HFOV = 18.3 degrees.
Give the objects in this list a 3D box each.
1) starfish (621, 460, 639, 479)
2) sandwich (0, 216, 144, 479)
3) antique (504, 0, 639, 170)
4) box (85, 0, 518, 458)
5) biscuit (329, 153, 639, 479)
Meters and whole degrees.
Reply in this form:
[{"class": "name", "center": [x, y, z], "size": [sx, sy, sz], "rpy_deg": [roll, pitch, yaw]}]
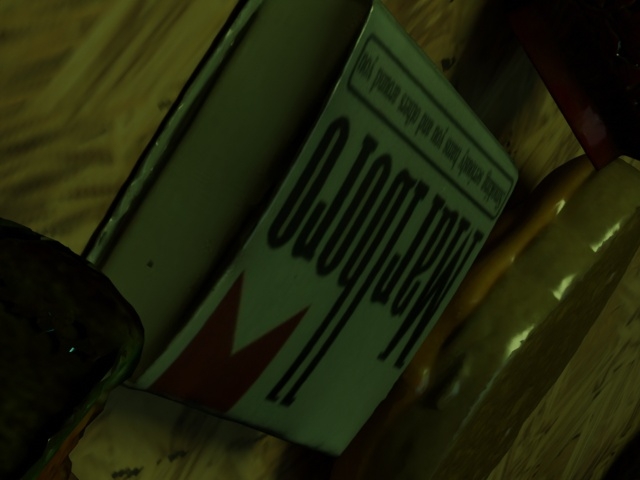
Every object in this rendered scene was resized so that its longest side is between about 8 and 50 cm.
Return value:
[{"class": "starfish", "center": [0.152, 0.196, 1.068], "size": [0.432, 0.082, 0.324], "rpy_deg": [-55, 172, 1]}, {"class": "sandwich", "center": [-0.121, 0.093, 0.370], "size": [0.235, 0.079, 0.159], "rpy_deg": [-57, 170, 7]}, {"class": "antique", "center": [0.114, -0.072, 0.627], "size": [0.104, 0.104, 0.104], "rpy_deg": [-47, 156, -28]}, {"class": "box", "center": [0.000, 0.000, 0.557], "size": [0.115, 0.036, 0.177], "rpy_deg": [-58, 160, 0]}, {"class": "biscuit", "center": [0.055, 0.042, 0.725], "size": [0.170, 0.050, 0.170], "rpy_deg": [-50, 165, -18]}]
